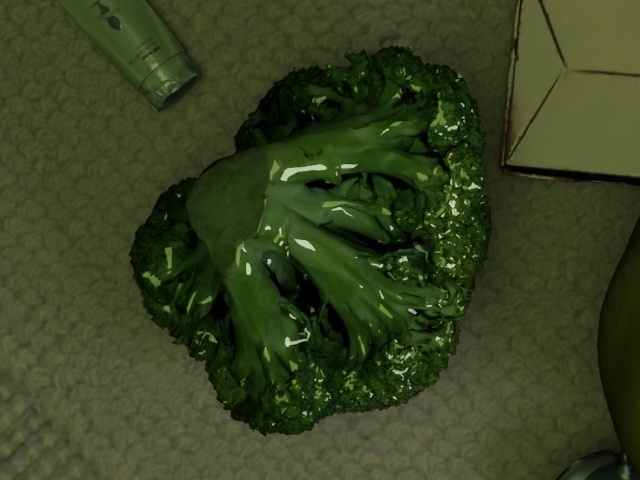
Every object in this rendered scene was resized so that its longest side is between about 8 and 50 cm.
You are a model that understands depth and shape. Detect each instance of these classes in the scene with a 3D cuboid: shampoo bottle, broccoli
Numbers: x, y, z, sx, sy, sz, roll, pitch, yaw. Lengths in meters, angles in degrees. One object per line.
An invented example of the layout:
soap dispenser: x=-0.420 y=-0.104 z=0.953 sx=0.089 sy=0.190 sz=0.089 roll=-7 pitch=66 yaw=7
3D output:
shampoo bottle: x=-0.210 y=-0.230 z=1.999 sx=0.072 sy=0.049 sz=0.212 roll=-42 pitch=86 yaw=5
broccoli: x=0.001 y=0.008 z=1.848 sx=0.413 sy=0.310 sz=0.321 roll=-20 pitch=101 yaw=30

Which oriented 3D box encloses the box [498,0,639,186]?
box: x=0.289 y=-0.159 z=1.897 sx=0.215 sy=0.086 sz=0.215 roll=7 pitch=94 yaw=10

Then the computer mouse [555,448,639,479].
computer mouse: x=0.293 y=0.313 z=1.911 sx=0.167 sy=0.090 sz=0.379 roll=2 pitch=94 yaw=-12

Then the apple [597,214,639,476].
apple: x=0.392 y=0.067 z=1.725 sx=0.311 sy=0.360 sz=0.320 roll=-23 pitch=59 yaw=-15
